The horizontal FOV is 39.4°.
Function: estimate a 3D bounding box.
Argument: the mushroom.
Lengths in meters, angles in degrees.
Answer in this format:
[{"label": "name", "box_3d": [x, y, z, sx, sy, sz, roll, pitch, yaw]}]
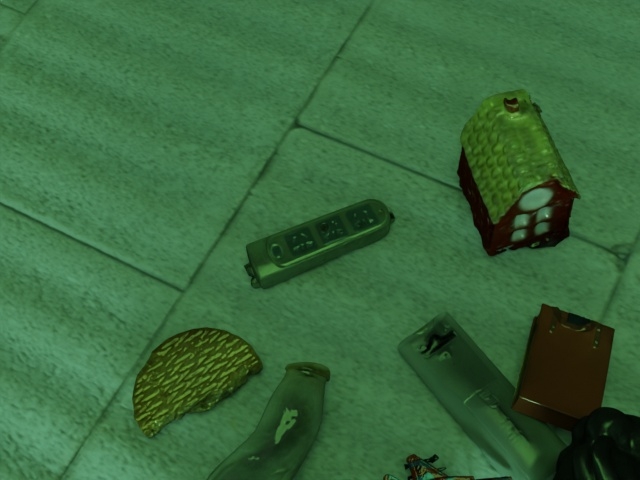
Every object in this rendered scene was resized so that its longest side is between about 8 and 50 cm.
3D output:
[{"label": "mushroom", "box_3d": [-0.088, 0.339, 1.386, 0.109, 0.097, 0.351, 29, 64, 16]}]

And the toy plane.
[{"label": "toy plane", "box_3d": [0.196, 0.381, 1.355, 0.189, 0.061, 0.130, -8, 61, -4]}]

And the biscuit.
[{"label": "biscuit", "box_3d": [-0.220, 0.223, 1.490, 0.224, 0.033, 0.144, -32, 62, -12]}]

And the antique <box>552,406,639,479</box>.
[{"label": "antique", "box_3d": [0.427, 0.397, 1.241, 0.255, 0.185, 0.322, 34, 74, 11]}]

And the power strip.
[{"label": "power strip", "box_3d": [0.001, 0.001, 1.582, 0.286, 0.048, 0.080, -21, 63, -8]}]

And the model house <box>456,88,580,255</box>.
[{"label": "model house", "box_3d": [0.330, -0.117, 1.499, 0.160, 0.254, 0.196, -16, 61, 1]}]

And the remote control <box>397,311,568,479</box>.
[{"label": "remote control", "box_3d": [0.258, 0.248, 1.421, 0.109, 0.055, 0.313, -34, 64, -12]}]

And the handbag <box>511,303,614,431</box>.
[{"label": "handbag", "box_3d": [0.386, 0.201, 1.413, 0.127, 0.062, 0.190, 19, 54, 7]}]
